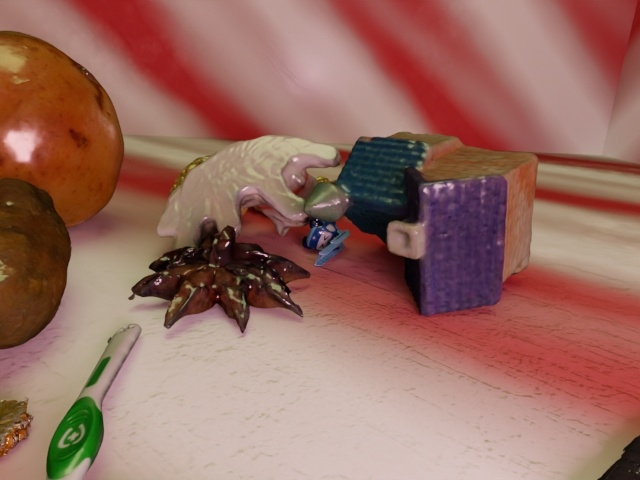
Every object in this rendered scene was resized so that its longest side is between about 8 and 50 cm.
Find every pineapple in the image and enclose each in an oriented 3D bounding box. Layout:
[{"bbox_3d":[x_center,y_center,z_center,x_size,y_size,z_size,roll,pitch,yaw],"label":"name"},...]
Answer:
[{"bbox_3d":[-0.280,0.162,0.427,0.045,0.019,0.083,-14,22,-35],"label":"pineapple"}]

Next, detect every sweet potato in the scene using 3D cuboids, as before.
[{"bbox_3d":[-0.391,0.035,0.600,0.157,0.158,0.369,-7,31,-29],"label":"sweet potato"}]

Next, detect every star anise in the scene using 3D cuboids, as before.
[{"bbox_3d":[-0.138,0.037,0.698,0.271,0.103,0.272,3,21,-1],"label":"star anise"}]

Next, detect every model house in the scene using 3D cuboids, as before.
[{"bbox_3d":[0.154,-0.035,0.779,0.312,0.245,0.280,15,30,35],"label":"model house"}]

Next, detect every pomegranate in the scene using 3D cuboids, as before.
[{"bbox_3d":[-0.587,-0.179,0.906,0.409,0.411,0.410,3,18,-1],"label":"pomegranate"}]

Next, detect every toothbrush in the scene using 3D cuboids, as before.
[{"bbox_3d":[-0.198,0.161,0.399,0.042,0.040,0.418,-19,14,-5],"label":"toothbrush"}]

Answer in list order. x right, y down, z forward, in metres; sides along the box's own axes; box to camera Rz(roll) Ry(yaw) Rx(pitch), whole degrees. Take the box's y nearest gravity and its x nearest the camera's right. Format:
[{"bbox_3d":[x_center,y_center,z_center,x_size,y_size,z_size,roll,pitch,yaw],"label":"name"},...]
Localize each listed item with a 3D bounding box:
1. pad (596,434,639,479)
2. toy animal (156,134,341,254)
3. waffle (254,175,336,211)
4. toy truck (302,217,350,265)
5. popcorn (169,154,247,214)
[{"bbox_3d":[0.326,0.213,0.371,0.233,0.022,0.174,-11,23,-39],"label":"pad"},{"bbox_3d":[-0.140,-0.060,0.931,0.266,0.308,0.188,24,-17,6],"label":"toy animal"},{"bbox_3d":[-0.049,-0.114,1.233,0.309,0.065,0.283,13,23,19],"label":"waffle"},{"bbox_3d":[0.000,0.000,0.908,0.074,0.063,0.136,30,29,14],"label":"toy truck"},{"bbox_3d":[-0.238,-0.104,1.058,0.179,0.180,0.170,7,-9,12],"label":"popcorn"}]
